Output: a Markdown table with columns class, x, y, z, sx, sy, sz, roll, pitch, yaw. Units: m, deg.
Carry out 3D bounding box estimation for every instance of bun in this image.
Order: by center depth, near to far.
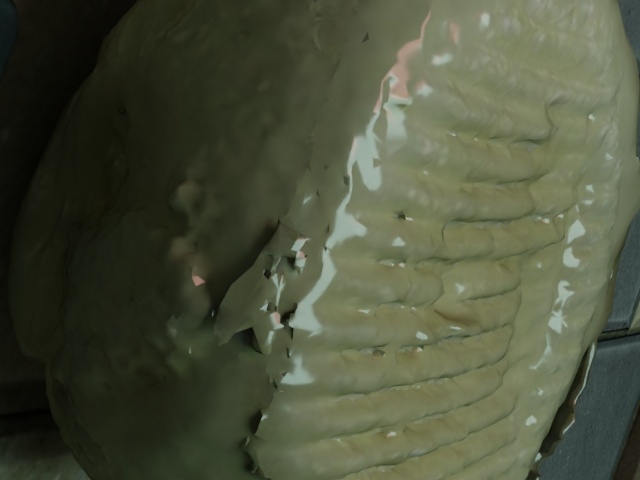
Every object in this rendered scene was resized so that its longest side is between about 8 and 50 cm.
| class | x | y | z | sx | sy | sz | roll | pitch | yaw |
| --- | --- | --- | --- | --- | --- | --- | --- | --- | --- |
| bun | 0.000 | 0.000 | 0.564 | 0.360 | 0.211 | 0.359 | -35 | 137 | -42 |

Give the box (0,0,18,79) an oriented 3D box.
| class | x | y | z | sx | sy | sz | roll | pitch | yaw |
| --- | --- | --- | --- | --- | --- | --- | --- | --- | --- |
| box | -0.188 | 0.003 | 0.372 | 0.160 | 0.050 | 0.230 | 22 | 89 | -65 |
